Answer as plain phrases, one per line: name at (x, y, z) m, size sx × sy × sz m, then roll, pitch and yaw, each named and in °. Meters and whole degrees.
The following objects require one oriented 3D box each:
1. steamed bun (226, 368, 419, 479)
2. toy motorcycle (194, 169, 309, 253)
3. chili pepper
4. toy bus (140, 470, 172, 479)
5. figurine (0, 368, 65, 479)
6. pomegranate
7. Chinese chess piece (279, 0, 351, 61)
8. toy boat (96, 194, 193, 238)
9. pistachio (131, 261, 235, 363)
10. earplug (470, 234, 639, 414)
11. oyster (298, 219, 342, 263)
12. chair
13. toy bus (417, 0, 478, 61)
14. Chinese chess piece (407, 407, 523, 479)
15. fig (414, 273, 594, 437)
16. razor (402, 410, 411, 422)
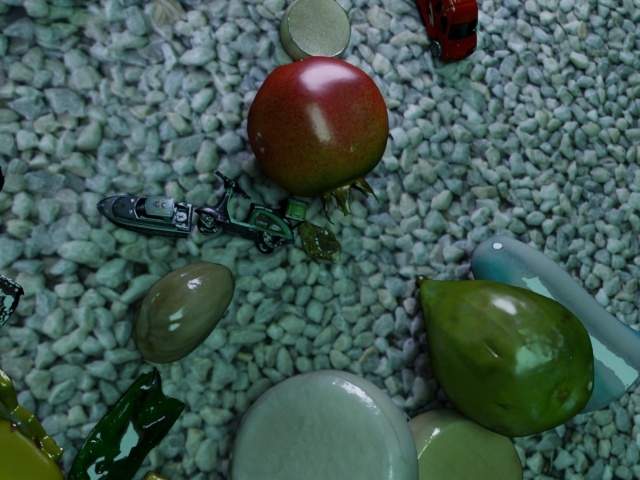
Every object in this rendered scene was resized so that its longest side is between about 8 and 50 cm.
steamed bun at (0.011, 0.333, 1.101) m, size 0.282 × 0.177 × 0.283 m, roll -8°, pitch 66°, yaw 19°
toy motorcycle at (-0.111, -0.039, 1.203) m, size 0.173 × 0.058 × 0.100 m, roll 16°, pitch 72°, yaw -17°
chili pepper at (-0.277, 0.287, 1.084) m, size 0.098 × 0.061 × 0.224 m, roll 35°, pitch 72°, yaw -12°
toy bus at (-0.273, 0.480, 1.024) m, size 0.123 × 0.121 × 0.336 m, roll 34°, pitch 72°, yaw -7°
figurine at (-0.445, 0.249, 0.952) m, size 0.327 × 0.218 × 0.169 m, roll 52°, pitch 36°, yaw -16°
pomegranate at (0.002, -0.154, 1.184) m, size 0.220 × 0.221 × 0.257 m, roll -20°, pitch 89°, yaw -23°
Chinese chess piece at (-0.008, -0.353, 1.297) m, size 0.122 × 0.051 × 0.122 m, roll 3°, pitch 82°, yaw -19°
toy boat at (-0.262, -0.040, 1.146) m, size 0.141 × 0.060 × 0.055 m, roll 9°, pitch 55°, yaw -14°
pistachio at (-0.196, 0.099, 1.124) m, size 0.185 × 0.108 × 0.126 m, roll -46°, pitch 122°, yaw -28°
earplug at (0.389, 0.117, 1.319) m, size 0.324 × 0.185 × 0.185 m, roll 47°, pitch 69°, yaw -2°
oyster at (-0.002, 0.002, 1.252) m, size 0.093 × 0.034 × 0.051 m, roll 26°, pitch 65°, yaw -11°
chair at (-0.443, 0.025, 1.036) m, size 0.113 × 0.106 × 0.229 m, roll 29°, pitch 73°, yaw -14°
toy bus at (0.229, -0.423, 1.377) m, size 0.081 × 0.089 × 0.195 m, roll -18°, pitch 89°, yaw -22°
Chinese chess piece at (0.202, 0.389, 1.210) m, size 0.250 × 0.097 × 0.251 m, roll -1°, pitch 91°, yaw -29°
fig at (0.257, 0.176, 1.194) m, size 0.233 × 0.314 × 0.233 m, roll -9°, pitch 102°, yaw -50°
razor at (0.094, 0.381, 1.231) m, size 0.211 × 0.036 × 0.084 m, roll -48°, pitch 110°, yaw -16°
